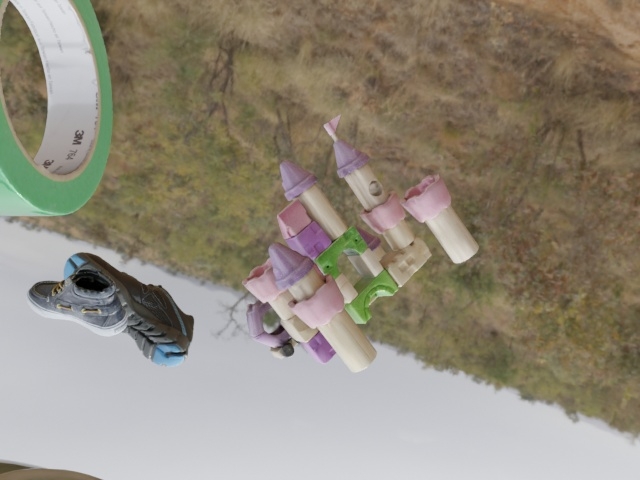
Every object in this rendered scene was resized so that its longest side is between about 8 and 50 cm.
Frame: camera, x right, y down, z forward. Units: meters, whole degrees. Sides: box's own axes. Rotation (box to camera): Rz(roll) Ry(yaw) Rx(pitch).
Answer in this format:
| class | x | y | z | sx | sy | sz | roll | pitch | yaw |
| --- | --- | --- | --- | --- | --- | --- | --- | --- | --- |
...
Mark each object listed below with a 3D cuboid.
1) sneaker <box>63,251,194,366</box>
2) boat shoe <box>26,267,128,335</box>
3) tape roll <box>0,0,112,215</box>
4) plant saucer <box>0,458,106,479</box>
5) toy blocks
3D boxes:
| class | x | y | z | sx | sy | sz | roll | pitch | yaw |
| --- | --- | --- | --- | --- | --- | --- | --- | --- | --- |
| sneaker | -0.429 | 0.143 | 1.301 | 0.341 | 0.125 | 0.139 | 48 | -155 | -21 |
| boat shoe | -0.365 | 0.074 | 0.845 | 0.183 | 0.083 | 0.065 | 14 | -145 | 21 |
| tape roll | -0.351 | -0.189 | 0.685 | 0.077 | 0.321 | 0.321 | 0 | 172 | 3 |
| plant saucer | -0.134 | 0.233 | 0.307 | 0.400 | 0.100 | 0.400 | 36 | 177 | 2 |
| toy blocks | 0.000 | 0.000 | 0.843 | 0.260 | 0.288 | 0.309 | 52 | 157 | -11 |
